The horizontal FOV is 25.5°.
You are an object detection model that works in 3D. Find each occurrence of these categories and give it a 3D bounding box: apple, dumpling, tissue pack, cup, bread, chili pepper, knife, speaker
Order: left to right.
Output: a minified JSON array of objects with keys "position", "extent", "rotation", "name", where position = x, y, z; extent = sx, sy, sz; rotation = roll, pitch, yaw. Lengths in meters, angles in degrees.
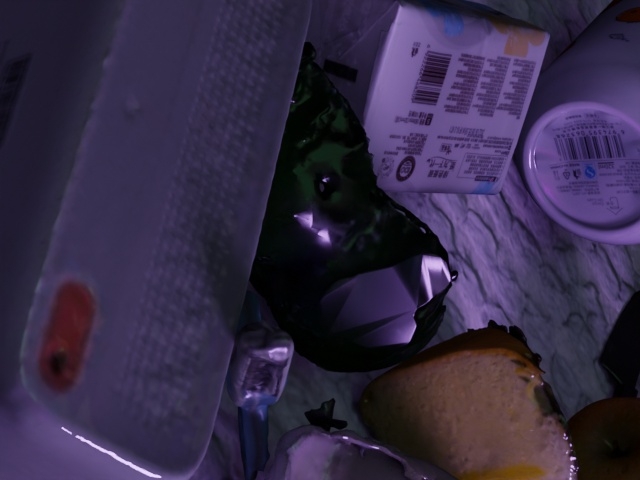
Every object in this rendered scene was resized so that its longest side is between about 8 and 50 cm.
[{"position":[-0.145,-0.037,0.862],"extent":[0.183,0.184,0.406],"rotation":[37,52,-38],"name":"speaker"},{"position":[0.003,0.005,1.047],"extent":[0.265,0.148,0.116],"rotation":[59,-2,-26],"name":"chili pepper"},{"position":[0.031,0.252,1.034],"extent":[0.204,0.163,0.293],"rotation":[-53,126,-8],"name":"dumpling"},{"position":[0.062,-0.134,1.199],"extent":[0.229,0.145,0.159],"rotation":[-1,113,-50],"name":"tissue pack"},{"position":[0.150,0.139,1.181],"extent":[0.169,0.160,0.140],"rotation":[-26,99,-51],"name":"bread"},{"position":[0.323,0.129,1.505],"extent":[0.060,0.028,0.230],"rotation":[45,45,-16],"name":"knife"},{"position":[0.292,0.243,1.318],"extent":[0.182,0.182,0.155],"rotation":[-59,134,-41],"name":"apple"},{"position":[0.338,-0.140,1.454],"extent":[0.317,0.212,0.212],"rotation":[-41,111,-47],"name":"cup"}]

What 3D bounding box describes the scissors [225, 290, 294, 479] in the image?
[{"position":[-0.043,0.085,0.924],"extent":[0.041,0.289,0.138],"rotation":[-1,79,-7],"name":"scissors"}]
